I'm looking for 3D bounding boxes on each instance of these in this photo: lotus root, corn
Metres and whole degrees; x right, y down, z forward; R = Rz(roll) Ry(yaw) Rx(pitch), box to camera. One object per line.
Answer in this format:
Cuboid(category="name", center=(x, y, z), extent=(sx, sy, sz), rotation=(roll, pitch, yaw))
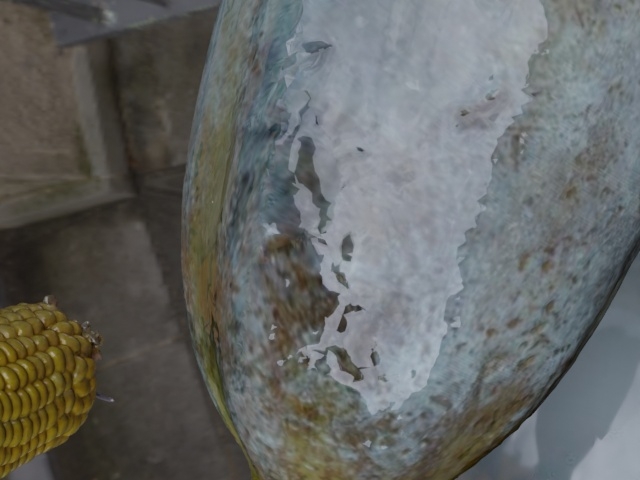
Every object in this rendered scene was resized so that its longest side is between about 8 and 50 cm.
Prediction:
Cuboid(category="lotus root", center=(0.028, -0.030, 0.442), extent=(0.158, 0.140, 0.322), rotation=(18, 89, 41))
Cuboid(category="corn", center=(-0.244, 0.119, 0.877), extent=(0.106, 0.305, 0.106), rotation=(8, 108, 24))

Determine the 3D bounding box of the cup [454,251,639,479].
Cuboid(category="cup", center=(0.211, 0.134, 0.609), extent=(0.312, 0.205, 0.205), rotation=(27, 101, 7))
